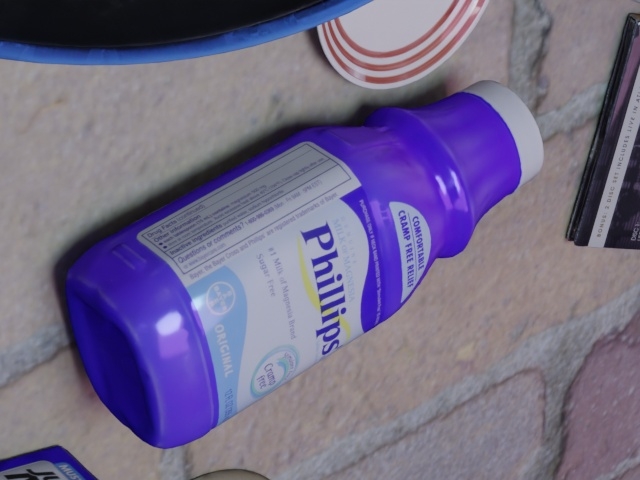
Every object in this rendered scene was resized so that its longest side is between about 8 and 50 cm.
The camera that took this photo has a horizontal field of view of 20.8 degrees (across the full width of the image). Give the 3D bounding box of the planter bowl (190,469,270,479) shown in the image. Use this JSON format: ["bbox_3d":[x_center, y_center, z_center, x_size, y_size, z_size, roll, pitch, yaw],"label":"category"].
[{"bbox_3d":[-0.050,0.236,1.049,0.162,0.109,0.162,-24,131,-31],"label":"planter bowl"}]

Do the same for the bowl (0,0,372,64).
[{"bbox_3d":[-0.084,-0.208,0.559,0.391,0.077,0.391,-1,140,-1],"label":"bowl"}]

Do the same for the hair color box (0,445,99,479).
[{"bbox_3d":[-0.251,0.239,0.857,0.339,0.110,0.185,-13,124,-41],"label":"hair color box"}]

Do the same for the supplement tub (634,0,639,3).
[{"bbox_3d":[0.242,-0.227,1.015,0.190,0.117,0.117,-34,136,-24],"label":"supplement tub"}]

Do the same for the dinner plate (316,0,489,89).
[{"bbox_3d":[0.048,-0.151,0.953,0.141,0.017,0.141,-25,132,-31],"label":"dinner plate"}]

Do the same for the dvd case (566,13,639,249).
[{"bbox_3d":[0.288,-0.066,1.181,0.221,0.018,0.164,3,116,-19],"label":"dvd case"}]

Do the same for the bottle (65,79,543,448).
[{"bbox_3d":[0.000,0.000,0.949,0.283,0.092,0.118,-30,133,-27],"label":"bottle"}]
